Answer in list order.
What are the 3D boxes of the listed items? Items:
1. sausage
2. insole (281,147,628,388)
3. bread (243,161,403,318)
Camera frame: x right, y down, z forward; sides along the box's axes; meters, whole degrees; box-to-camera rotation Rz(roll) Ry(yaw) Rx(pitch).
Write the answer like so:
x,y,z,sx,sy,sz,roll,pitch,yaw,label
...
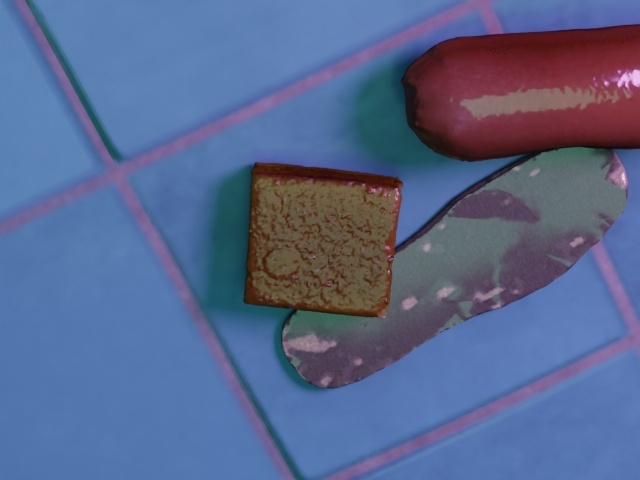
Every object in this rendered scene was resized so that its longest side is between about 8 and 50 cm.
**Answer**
x,y,z,sx,sy,sz,roll,pitch,yaw,label
0.145,-0.090,1.031,0.194,0.077,0.077,-5,108,-2,sausage
0.086,0.017,1.093,0.248,0.011,0.081,-31,104,7,insole
0.000,0.000,1.064,0.094,0.035,0.090,6,102,0,bread
